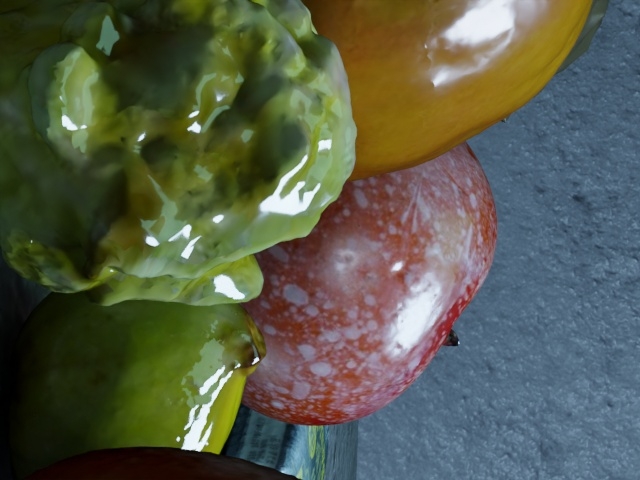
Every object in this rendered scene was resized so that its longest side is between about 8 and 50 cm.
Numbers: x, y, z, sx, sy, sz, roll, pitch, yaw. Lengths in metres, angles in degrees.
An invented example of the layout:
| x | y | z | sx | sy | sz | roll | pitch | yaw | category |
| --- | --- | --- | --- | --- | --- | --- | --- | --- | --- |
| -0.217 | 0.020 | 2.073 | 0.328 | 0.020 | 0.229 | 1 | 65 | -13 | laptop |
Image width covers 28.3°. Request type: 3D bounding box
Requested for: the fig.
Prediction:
| x | y | z | sx | sy | sz | roll | pitch | yaw | category |
| --- | --- | --- | --- | --- | --- | --- | --- | --- | --- |
| -0.104 | 0.081 | 0.667 | 0.136 | 0.121 | 0.153 | -72 | -174 | -60 | fig |

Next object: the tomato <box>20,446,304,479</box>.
| x | y | z | sx | sy | sz | roll | pitch | yaw | category |
| --- | --- | --- | --- | --- | --- | --- | --- | --- | --- |
| -0.035 | 0.195 | 0.558 | 0.335 | 0.289 | 0.176 | 70 | 17 | -49 | tomato |

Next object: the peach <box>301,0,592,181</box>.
| x | y | z | sx | sy | sz | roll | pitch | yaw | category |
| --- | --- | --- | --- | --- | --- | --- | --- | --- | --- |
| 0.013 | -0.196 | 0.762 | 0.302 | 0.343 | 0.343 | -55 | 160 | -19 | peach |

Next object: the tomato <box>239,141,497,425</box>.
| x | y | z | sx | sy | sz | roll | pitch | yaw | category |
| --- | --- | --- | --- | --- | --- | --- | --- | --- | --- |
| 0.000 | 0.000 | 0.982 | 0.227 | 0.270 | 0.270 | 40 | 30 | -19 | tomato |

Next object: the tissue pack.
| x | y | z | sx | sy | sz | roll | pitch | yaw | category |
| --- | --- | --- | --- | --- | --- | --- | --- | --- | --- |
| -0.042 | 0.233 | 1.334 | 0.257 | 0.081 | 0.185 | -77 | 167 | -61 | tissue pack |

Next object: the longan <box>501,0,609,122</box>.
| x | y | z | sx | sy | sz | roll | pitch | yaw | category |
| --- | --- | --- | --- | --- | --- | --- | --- | --- | --- |
| 0.099 | -0.282 | 1.181 | 0.391 | 0.391 | 0.391 | 1 | 90 | -83 | longan |

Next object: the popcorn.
| x | y | z | sx | sy | sz | roll | pitch | yaw | category |
| --- | --- | --- | --- | --- | --- | --- | --- | --- | --- |
| -0.077 | -0.061 | 0.583 | 0.167 | 0.185 | 0.187 | 54 | 8 | 30 | popcorn |
